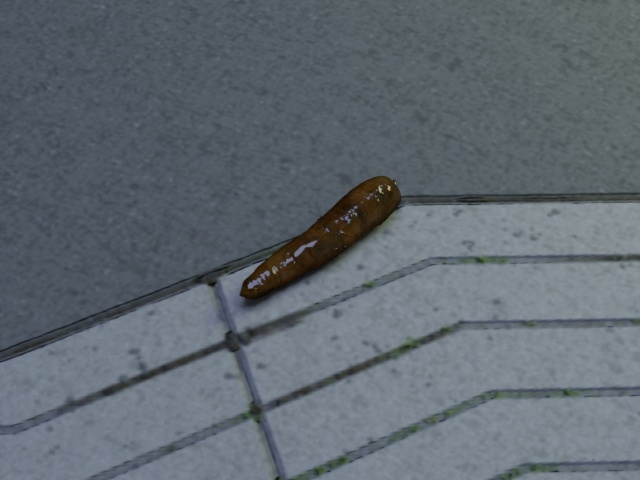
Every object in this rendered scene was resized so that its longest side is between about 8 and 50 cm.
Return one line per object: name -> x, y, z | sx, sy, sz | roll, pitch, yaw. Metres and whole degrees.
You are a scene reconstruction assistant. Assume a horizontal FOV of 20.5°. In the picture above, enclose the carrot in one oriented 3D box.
carrot -> 0.001, 0.000, 1.339 | 0.035, 0.036, 0.165 | 36, 57, 27
